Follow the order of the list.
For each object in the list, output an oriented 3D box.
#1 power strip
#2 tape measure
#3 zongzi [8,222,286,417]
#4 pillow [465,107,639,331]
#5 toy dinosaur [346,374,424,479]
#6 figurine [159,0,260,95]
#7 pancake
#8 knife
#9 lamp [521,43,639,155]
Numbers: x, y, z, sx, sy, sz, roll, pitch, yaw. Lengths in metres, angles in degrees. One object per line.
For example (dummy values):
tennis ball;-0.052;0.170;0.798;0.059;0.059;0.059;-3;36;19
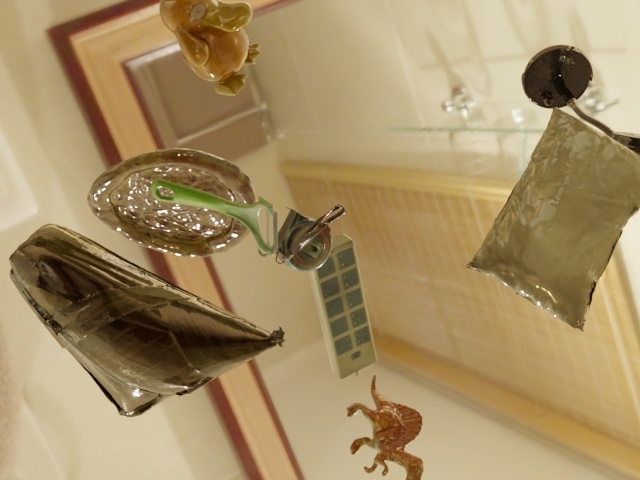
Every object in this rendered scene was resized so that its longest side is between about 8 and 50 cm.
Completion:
power strip;0.049;0.155;1.931;0.106;0.367;0.043;-24;-148;-18
tape measure;-0.001;0.004;1.482;0.180;0.107;0.104;-4;-115;55
zongzi;-0.179;0.058;0.855;0.242;0.221;0.112;-25;-157;44
pillow;0.278;-0.027;0.988;0.229;0.148;0.050;-58;179;-19
toy dinosaur;0.112;0.297;1.425;0.142;0.057;0.212;-9;-131;31
figurine;-0.240;-0.445;1.893;0.215;0.228;0.215;0;-125;0
pancake;-0.211;-0.052;1.293;0.250;0.250;0.031;-15;-128;18
knife;-0.118;-0.035;0.987;0.166;0.078;0.022;19;-144;22
lamp;0.393;-0.215;1.284;0.130;0.108;0.371;10;-162;-3
